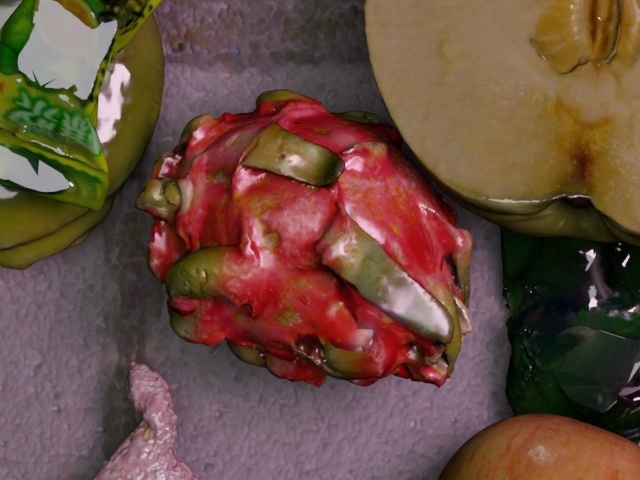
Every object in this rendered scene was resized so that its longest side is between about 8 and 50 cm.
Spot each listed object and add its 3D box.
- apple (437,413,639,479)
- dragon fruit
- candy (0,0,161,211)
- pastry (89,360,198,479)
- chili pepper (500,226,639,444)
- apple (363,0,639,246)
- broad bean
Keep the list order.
[{"bbox_3d":[0.206,0.262,1.613,0.261,0.261,0.194,25,63,1],"label":"apple"},{"bbox_3d":[-0.005,0.010,1.620,0.303,0.231,0.237,32,113,11],"label":"dragon fruit"},{"bbox_3d":[-0.210,-0.158,1.604,0.149,0.069,0.246,21,88,-7],"label":"candy"},{"bbox_3d":[-0.185,0.244,1.691,0.112,0.103,0.265,33,91,-6],"label":"pastry"},{"bbox_3d":[0.225,0.066,1.682,0.148,0.116,0.264,3,88,3],"label":"chili pepper"},{"bbox_3d":[0.221,-0.160,1.588,0.312,0.320,0.360,25,65,-32],"label":"apple"},{"bbox_3d":[-0.258,-0.124,1.687,0.238,0.119,0.291,16,88,-1],"label":"broad bean"}]
